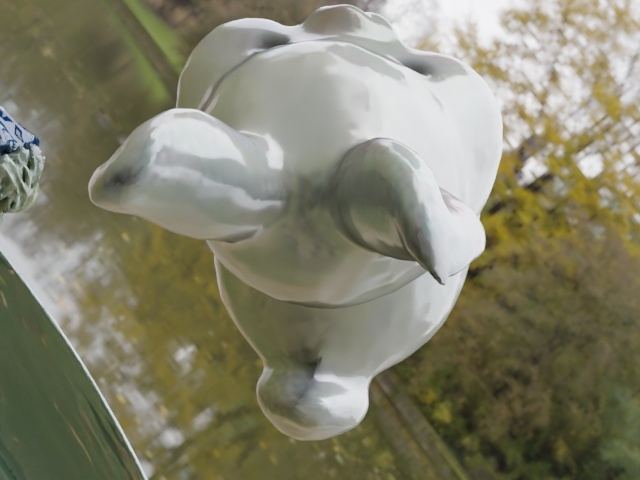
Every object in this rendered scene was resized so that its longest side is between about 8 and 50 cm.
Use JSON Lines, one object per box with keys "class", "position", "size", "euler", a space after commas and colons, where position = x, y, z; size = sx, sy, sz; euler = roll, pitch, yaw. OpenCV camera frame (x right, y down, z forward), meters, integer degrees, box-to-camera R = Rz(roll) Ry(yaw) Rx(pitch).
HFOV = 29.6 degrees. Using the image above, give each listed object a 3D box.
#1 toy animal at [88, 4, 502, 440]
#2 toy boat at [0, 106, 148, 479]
{"class": "toy animal", "position": [0.002, -0.009, 0.710], "size": [0.367, 0.196, 0.241], "euler": [70, 28, -76]}
{"class": "toy boat", "position": [-0.115, 0.080, 0.446], "size": [0.067, 0.220, 0.291], "euler": [-23, 76, -43]}
